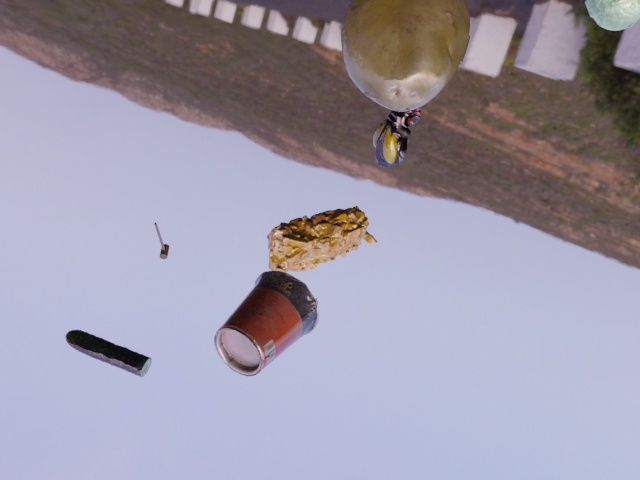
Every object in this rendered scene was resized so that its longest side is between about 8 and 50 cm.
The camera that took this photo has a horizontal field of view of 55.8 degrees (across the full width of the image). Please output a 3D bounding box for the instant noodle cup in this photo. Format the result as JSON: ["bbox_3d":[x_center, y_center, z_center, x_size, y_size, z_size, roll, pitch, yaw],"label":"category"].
[{"bbox_3d":[-0.087,0.132,0.923,0.127,0.127,0.136,25,-142,18],"label":"instant noodle cup"}]

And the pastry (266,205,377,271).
[{"bbox_3d":[0.000,0.000,1.384,0.250,0.154,0.102,-13,-124,-21],"label":"pastry"}]

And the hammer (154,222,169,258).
[{"bbox_3d":[-0.379,-0.003,1.437,0.019,0.110,0.035,0,-131,-1],"label":"hammer"}]

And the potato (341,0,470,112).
[{"bbox_3d":[0.123,-0.295,0.878,0.178,0.235,0.160,-12,154,29],"label":"potato"}]

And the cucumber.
[{"bbox_3d":[-0.309,0.158,0.868,0.133,0.032,0.032,21,-163,7],"label":"cucumber"}]

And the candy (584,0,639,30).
[{"bbox_3d":[0.512,-0.613,1.147,0.119,0.440,0.119,-25,-170,5],"label":"candy"}]

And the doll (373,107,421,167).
[{"bbox_3d":[0.196,-0.294,1.560,0.088,0.248,0.127,17,-140,-6],"label":"doll"}]
